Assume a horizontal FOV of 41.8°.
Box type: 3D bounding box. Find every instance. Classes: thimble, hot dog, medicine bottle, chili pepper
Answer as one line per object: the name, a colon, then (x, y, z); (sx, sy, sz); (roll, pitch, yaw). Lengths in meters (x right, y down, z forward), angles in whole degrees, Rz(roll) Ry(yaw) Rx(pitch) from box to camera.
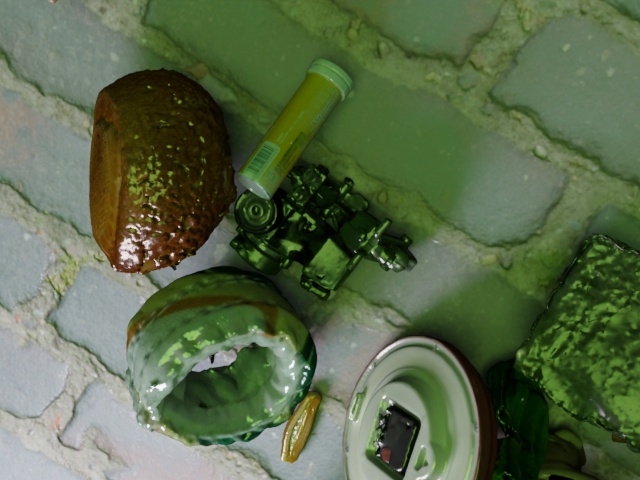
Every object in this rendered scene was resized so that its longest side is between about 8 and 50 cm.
thimble: (-0.157, 0.183, 1.282); (0.288, 0.167, 0.254); (-22, 127, -10)
hot dog: (-0.037, 0.313, 1.416); (0.044, 0.028, 0.137); (13, 108, -19)
medicine bottle: (-0.039, -0.165, 1.240); (0.074, 0.074, 0.218); (34, 77, 2)
chili pepper: (0.292, 0.284, 1.245); (0.099, 0.253, 0.083); (36, 126, -17)

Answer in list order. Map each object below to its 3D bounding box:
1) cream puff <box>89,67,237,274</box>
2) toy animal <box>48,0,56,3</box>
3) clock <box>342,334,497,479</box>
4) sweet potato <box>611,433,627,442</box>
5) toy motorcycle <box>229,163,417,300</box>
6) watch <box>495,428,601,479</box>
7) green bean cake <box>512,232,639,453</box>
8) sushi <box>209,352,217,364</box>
cream puff: (-0.232, -0.104, 1.251); (0.212, 0.303, 0.303); (-2, 104, -23)
toy animal: (-0.363, -0.473, 1.237); (0.149, 0.165, 0.248); (12, 95, -21)
clock: (0.131, 0.298, 1.255); (0.080, 0.318, 0.319); (17, 108, -31)
sweet potato: (0.548, 0.233, 1.259); (0.251, 0.097, 0.097); (-25, 96, 11)
toy motorcycle: (0.000, 0.000, 1.292); (0.275, 0.127, 0.205); (39, 103, 4)
watch: (0.343, 0.511, 1.264); (0.313, 0.335, 0.327); (-8, 120, -3)
green bean cake: (0.435, 0.146, 1.201); (0.241, 0.132, 0.255); (29, 95, 21)
sushi: (-0.186, 0.145, 1.392); (0.061, 0.060, 0.118); (-18, 101, 9)
